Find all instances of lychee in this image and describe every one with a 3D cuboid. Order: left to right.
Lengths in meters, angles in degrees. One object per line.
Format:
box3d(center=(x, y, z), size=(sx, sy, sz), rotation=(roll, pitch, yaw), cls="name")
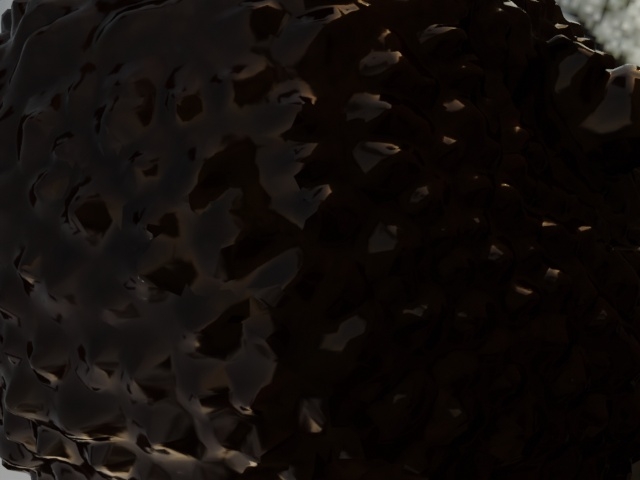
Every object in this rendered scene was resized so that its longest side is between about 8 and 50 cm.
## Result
box3d(center=(0.000, 0.000, 0.584), size=(0.276, 0.304, 0.275), rotation=(48, -152, -36), cls="lychee")
